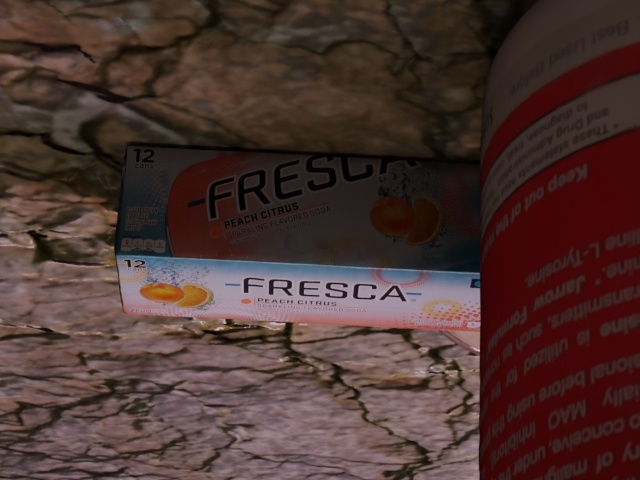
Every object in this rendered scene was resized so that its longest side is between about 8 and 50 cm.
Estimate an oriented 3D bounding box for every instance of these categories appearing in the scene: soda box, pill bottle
[{"bbox_3d":[0.000,0.000,0.870,0.183,0.058,0.063,3,152,-1],"label":"soda box"},{"bbox_3d":[0.170,0.107,0.685,0.229,0.407,0.229,2,152,1],"label":"pill bottle"}]

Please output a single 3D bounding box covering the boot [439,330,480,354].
[{"bbox_3d":[0.113,0.025,0.934,0.118,0.042,0.087,21,140,-33],"label":"boot"}]
